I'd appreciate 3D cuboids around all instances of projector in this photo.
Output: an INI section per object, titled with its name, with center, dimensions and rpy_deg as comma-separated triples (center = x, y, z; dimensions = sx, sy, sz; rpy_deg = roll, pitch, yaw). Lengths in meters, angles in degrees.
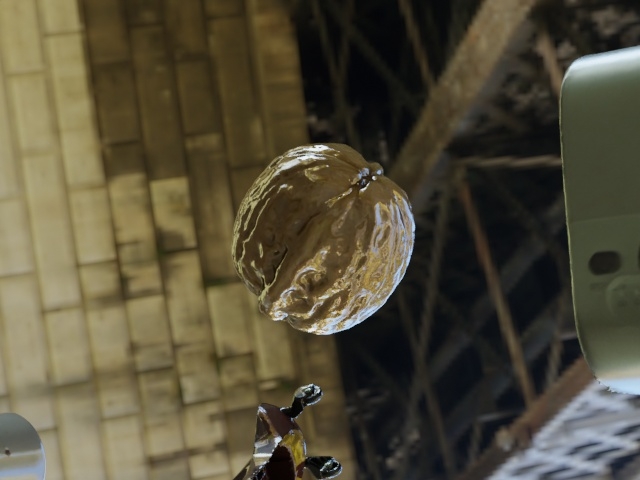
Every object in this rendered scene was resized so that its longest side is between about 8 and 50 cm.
[projector]
center = 0.334, -0.020, 1.167
dimensions = 0.249, 0.248, 0.249
rpy_deg = -8, -102, 33

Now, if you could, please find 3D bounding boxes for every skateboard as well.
[skateboard]
center = -0.047, 0.154, 1.038
dimensions = 0.151, 0.080, 0.067
rpy_deg = -55, 136, -59

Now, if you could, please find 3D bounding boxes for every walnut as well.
[walnut]
center = 0.000, 0.000, 1.792
dimensions = 0.213, 0.213, 0.213
rpy_deg = 171, -90, -72

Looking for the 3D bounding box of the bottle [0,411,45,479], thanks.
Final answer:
[bottle]
center = -0.396, 0.235, 1.661
dimensions = 0.110, 0.233, 0.110
rpy_deg = -1, -91, 37
